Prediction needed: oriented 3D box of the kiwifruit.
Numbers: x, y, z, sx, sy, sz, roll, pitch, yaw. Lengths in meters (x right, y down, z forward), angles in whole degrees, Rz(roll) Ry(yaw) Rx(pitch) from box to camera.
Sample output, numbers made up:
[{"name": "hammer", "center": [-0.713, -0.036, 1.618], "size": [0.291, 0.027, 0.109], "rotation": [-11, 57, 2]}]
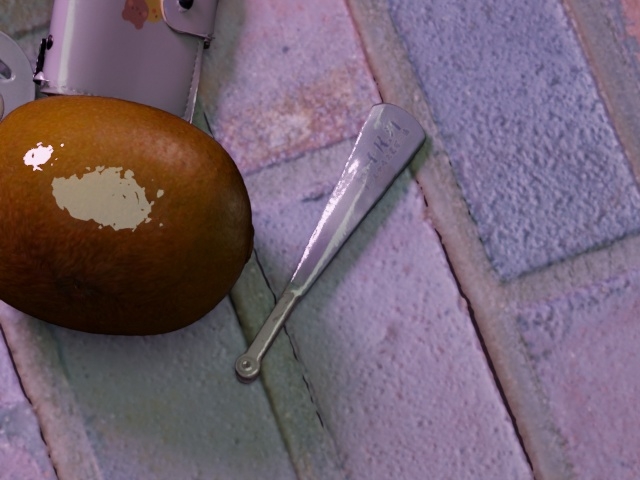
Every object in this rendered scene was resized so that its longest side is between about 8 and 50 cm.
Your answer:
[{"name": "kiwifruit", "center": [-0.168, -0.017, 1.526], "size": [0.234, 0.196, 0.196], "rotation": [15, 77, -9]}]

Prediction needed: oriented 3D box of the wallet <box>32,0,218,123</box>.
[{"name": "wallet", "center": [-0.160, -0.217, 1.602], "size": [0.170, 0.069, 0.231], "rotation": [13, 84, -41]}]

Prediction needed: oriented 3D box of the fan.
[{"name": "fan", "center": [0.000, 0.000, 1.632], "size": [0.057, 0.023, 0.282], "rotation": [34, 75, -2]}]

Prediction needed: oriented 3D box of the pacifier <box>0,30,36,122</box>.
[{"name": "pacifier", "center": [-0.290, -0.105, 1.566], "size": [0.150, 0.116, 0.127], "rotation": [-48, 114, -17]}]
